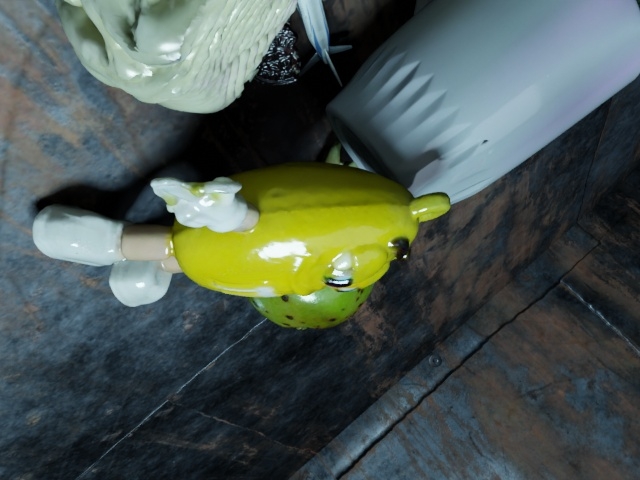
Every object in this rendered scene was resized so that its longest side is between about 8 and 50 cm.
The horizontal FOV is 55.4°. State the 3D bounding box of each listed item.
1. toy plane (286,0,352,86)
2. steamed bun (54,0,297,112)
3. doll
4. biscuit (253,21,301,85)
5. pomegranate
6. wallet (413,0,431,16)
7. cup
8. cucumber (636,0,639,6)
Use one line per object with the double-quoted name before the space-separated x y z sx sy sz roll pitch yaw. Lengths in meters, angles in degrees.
"toy plane" -0.012 -0.272 0.705 0.226 0.058 0.226 -29 148 -1
"steamed bun" -0.100 -0.251 0.445 0.320 0.206 0.275 -53 -177 24
"doll" -0.108 -0.008 0.710 0.423 0.161 0.348 -15 164 42
"biscuit" -0.052 -0.216 0.701 0.089 0.027 0.087 17 141 -36
"pomegranate" -0.004 0.008 0.986 0.286 0.231 0.231 -65 159 -21
"wallet" 0.173 -0.385 0.813 0.095 0.033 0.190 -33 152 -21
"cup" 0.212 -0.209 0.816 0.371 0.253 0.253 -39 153 0
"cucumber" 0.558 -0.479 1.156 0.244 0.063 0.115 -19 144 -35
